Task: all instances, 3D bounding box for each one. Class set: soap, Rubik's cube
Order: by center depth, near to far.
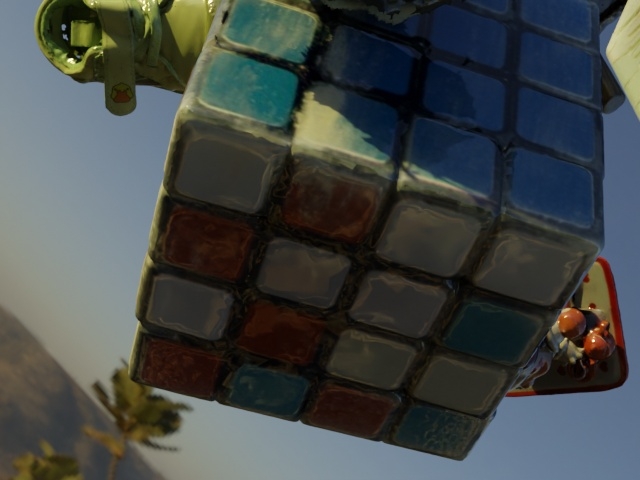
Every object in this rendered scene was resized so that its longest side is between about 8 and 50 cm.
[{"bbox_3d":[0.028,-0.038,0.770,0.256,0.259,0.253,16,-43,-5],"label":"Rubik's cube"},{"bbox_3d":[0.500,-0.263,1.555,0.095,0.173,0.289,28,32,-23],"label":"soap"}]

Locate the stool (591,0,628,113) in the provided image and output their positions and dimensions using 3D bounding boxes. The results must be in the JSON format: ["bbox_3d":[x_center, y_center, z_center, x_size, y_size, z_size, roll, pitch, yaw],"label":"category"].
[{"bbox_3d":[0.575,-0.451,2.270,0.310,0.310,0.226,27,28,-52],"label":"stool"}]

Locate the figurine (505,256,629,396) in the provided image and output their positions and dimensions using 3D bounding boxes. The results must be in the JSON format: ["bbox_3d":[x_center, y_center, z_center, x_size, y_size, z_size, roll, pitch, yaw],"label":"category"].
[{"bbox_3d":[0.206,0.111,1.229,0.183,0.226,0.160,-10,-91,33],"label":"figurine"}]

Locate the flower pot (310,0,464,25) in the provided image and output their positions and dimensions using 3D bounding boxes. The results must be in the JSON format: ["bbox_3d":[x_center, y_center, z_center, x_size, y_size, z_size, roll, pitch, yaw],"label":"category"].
[{"bbox_3d":[0.009,-0.313,0.685,0.290,0.290,0.259,60,-4,-40],"label":"flower pot"}]

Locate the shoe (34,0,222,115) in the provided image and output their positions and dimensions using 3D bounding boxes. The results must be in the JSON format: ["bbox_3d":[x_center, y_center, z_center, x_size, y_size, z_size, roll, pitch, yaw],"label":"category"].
[{"bbox_3d":[-0.212,-0.225,1.270,0.262,0.128,0.140,16,-56,32],"label":"shoe"}]
